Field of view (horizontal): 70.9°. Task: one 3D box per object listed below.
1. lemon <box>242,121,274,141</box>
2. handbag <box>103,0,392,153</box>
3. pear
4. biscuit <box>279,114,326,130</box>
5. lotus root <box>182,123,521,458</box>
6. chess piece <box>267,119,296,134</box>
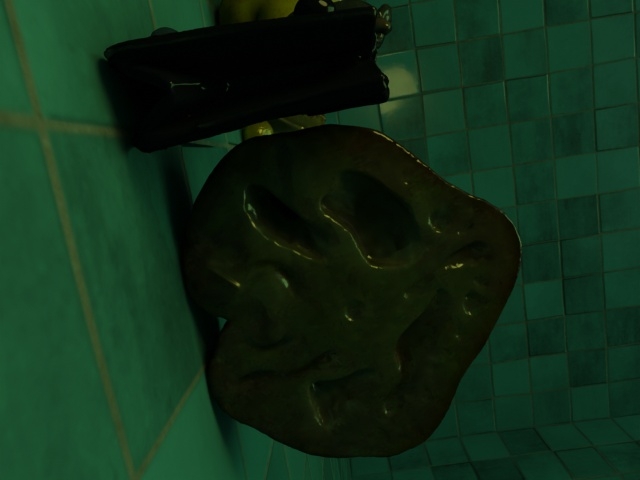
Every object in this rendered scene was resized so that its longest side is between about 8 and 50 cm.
[{"bbox_3d":[-0.127,-0.214,0.918,0.065,0.065,0.092,-58,141,-86],"label":"lemon"},{"bbox_3d":[-0.040,-0.184,0.490,0.326,0.268,0.119,-91,170,-71],"label":"handbag"},{"bbox_3d":[-0.104,-0.413,0.848,0.178,0.266,0.267,-19,103,-51],"label":"pear"},{"bbox_3d":[-0.081,-0.280,0.942,0.056,0.187,0.052,-60,-163,20],"label":"biscuit"},{"bbox_3d":[0.038,0.056,0.516,0.111,0.374,0.391,-108,177,-80],"label":"lotus root"},{"bbox_3d":[-0.097,-0.177,0.997,0.133,0.133,0.243,76,13,-60],"label":"chess piece"}]
